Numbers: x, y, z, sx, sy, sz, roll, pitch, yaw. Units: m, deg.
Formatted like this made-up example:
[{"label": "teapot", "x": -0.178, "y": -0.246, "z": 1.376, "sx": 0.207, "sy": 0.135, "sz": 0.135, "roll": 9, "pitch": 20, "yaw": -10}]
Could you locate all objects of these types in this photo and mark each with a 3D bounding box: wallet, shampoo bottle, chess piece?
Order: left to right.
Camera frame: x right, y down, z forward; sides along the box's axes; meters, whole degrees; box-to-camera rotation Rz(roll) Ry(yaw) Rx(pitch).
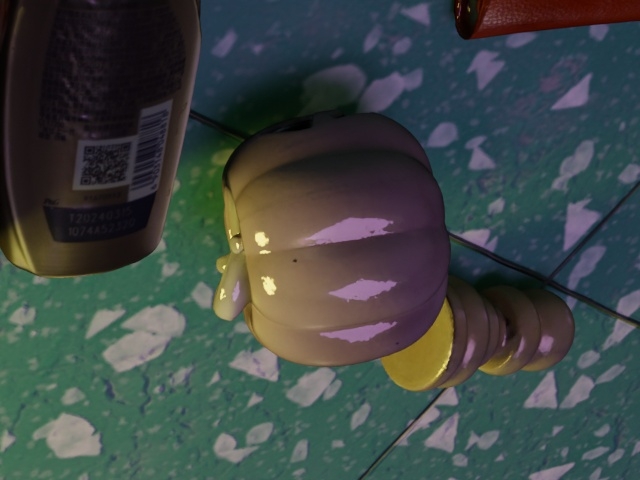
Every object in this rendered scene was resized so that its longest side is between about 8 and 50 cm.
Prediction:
[{"label": "shampoo bottle", "x": -0.128, "y": -0.135, "z": 0.949, "sx": 0.125, "sy": 0.084, "sz": 0.350, "roll": -10, "pitch": 134, "yaw": -26}, {"label": "chess piece", "x": 0.138, "y": 0.072, "z": 1.306, "sx": 0.170, "sy": 0.094, "sz": 0.094, "roll": 1, "pitch": 129, "yaw": -37}, {"label": "wallet", "x": 0.197, "y": -0.207, "z": 1.103, "sx": 0.204, "sy": 0.045, "sz": 0.142, "roll": -9, "pitch": 133, "yaw": -24}]

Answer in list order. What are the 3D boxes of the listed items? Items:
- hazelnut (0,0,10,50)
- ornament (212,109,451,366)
[{"label": "hazelnut", "x": -0.249, "y": -0.129, "z": 0.825, "sx": 0.182, "sy": 0.182, "sz": 0.182, "roll": -17, "pitch": 136, "yaw": -17}, {"label": "ornament", "x": 0.000, "y": -0.001, "z": 1.091, "sx": 0.177, "sy": 0.177, "sz": 0.177, "roll": -17, "pitch": 136, "yaw": -17}]
